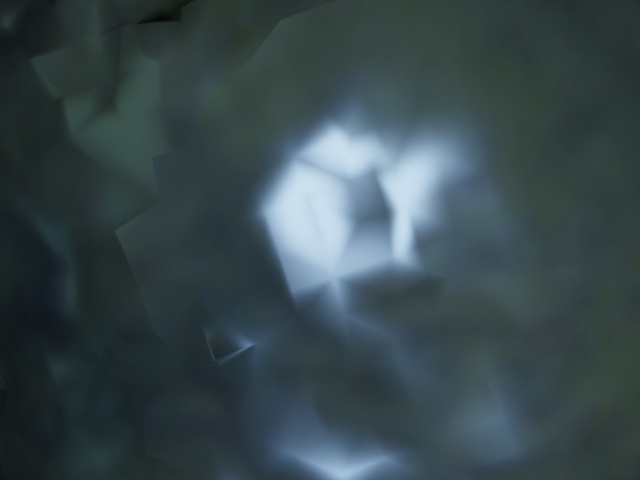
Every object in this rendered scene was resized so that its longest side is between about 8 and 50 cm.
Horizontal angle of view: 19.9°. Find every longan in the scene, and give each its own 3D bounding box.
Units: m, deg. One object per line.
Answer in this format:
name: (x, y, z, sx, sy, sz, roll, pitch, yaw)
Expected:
longan: (-0.001, -0.007, 0.855, 0.404, 0.404, 0.435, 22, 126, 54)
